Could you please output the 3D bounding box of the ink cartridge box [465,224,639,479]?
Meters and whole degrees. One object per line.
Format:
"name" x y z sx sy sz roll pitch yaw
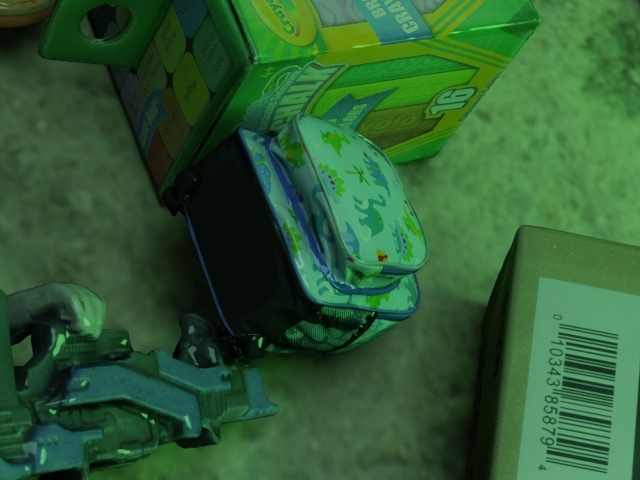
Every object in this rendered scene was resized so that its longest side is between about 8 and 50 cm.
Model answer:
"ink cartridge box" 0.164 0.124 0.864 0.193 0.088 0.234 10 57 -1

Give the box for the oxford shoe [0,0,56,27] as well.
"oxford shoe" -0.186 -0.277 0.929 0.130 0.133 0.363 -4 64 -27

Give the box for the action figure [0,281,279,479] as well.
"action figure" -0.184 0.042 0.772 0.341 0.178 0.330 12 59 -54

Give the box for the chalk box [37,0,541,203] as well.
"chalk box" -0.028 -0.110 0.908 0.213 0.132 0.132 -12 68 -29

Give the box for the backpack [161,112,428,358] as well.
"backpack" 0.000 0.000 0.868 0.114 0.084 0.105 15 47 -59
